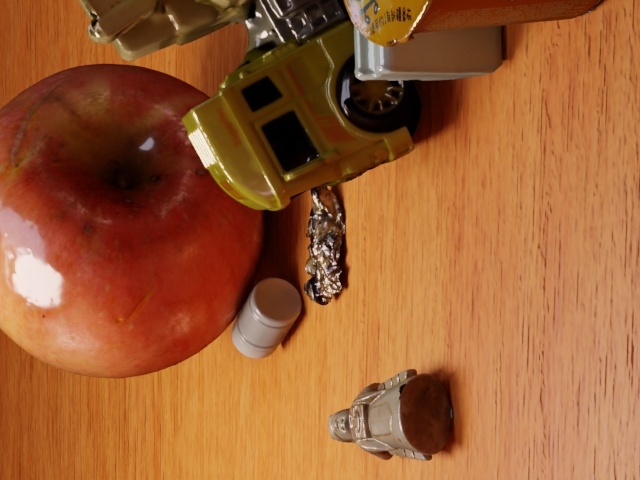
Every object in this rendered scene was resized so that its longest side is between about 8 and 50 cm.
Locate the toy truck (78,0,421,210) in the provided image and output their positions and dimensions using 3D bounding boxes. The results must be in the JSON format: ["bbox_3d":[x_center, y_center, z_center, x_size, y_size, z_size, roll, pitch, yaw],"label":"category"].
[{"bbox_3d":[-0.086,-0.219,1.637,0.405,0.254,0.180,61,175,-5],"label":"toy truck"}]

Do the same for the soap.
[{"bbox_3d":[0.089,-0.237,1.512,0.066,0.119,0.198,179,89,-68],"label":"soap"}]

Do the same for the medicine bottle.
[{"bbox_3d":[-0.061,0.087,1.982,0.091,0.058,0.058,122,140,-54],"label":"medicine bottle"}]

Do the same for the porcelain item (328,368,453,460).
[{"bbox_3d":[0.057,0.172,1.710,0.213,0.054,0.084,158,110,-67],"label":"porcelain item"}]

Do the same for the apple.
[{"bbox_3d":[-0.240,-0.013,2.041,0.364,0.364,0.364,178,90,-68],"label":"apple"}]

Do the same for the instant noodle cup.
[{"bbox_3d":[0.124,-0.253,1.356,0.216,0.172,0.216,179,90,-68],"label":"instant noodle cup"}]

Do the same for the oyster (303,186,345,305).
[{"bbox_3d":[-0.001,0.000,1.868,0.086,0.029,0.132,143,121,-64],"label":"oyster"}]
